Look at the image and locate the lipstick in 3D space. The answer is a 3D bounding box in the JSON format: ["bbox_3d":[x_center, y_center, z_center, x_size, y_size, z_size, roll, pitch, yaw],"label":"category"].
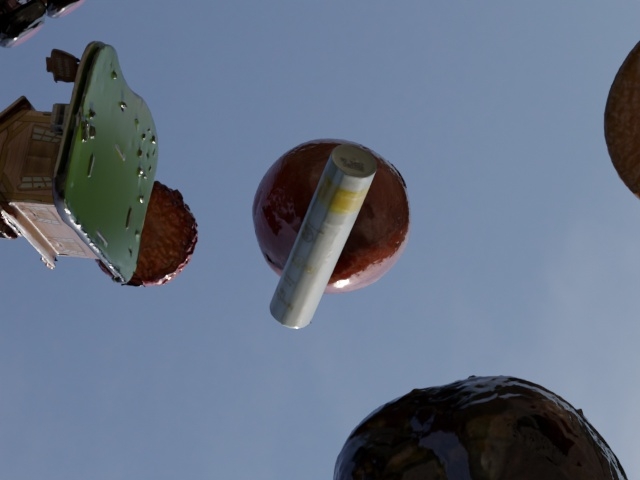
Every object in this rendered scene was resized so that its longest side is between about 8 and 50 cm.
[{"bbox_3d":[0.000,0.000,1.843,0.059,0.264,0.059,13,-139,-12],"label":"lipstick"}]

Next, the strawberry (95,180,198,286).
[{"bbox_3d":[-0.224,-0.010,1.964,0.145,0.145,0.086,58,-174,4],"label":"strawberry"}]

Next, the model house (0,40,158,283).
[{"bbox_3d":[-0.294,-0.087,1.718,0.294,0.154,0.207,68,-152,-68],"label":"model house"}]

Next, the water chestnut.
[{"bbox_3d":[0.182,0.299,1.687,0.335,0.335,0.347,57,-158,0],"label":"water chestnut"}]

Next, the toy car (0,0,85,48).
[{"bbox_3d":[-0.495,-0.368,2.123,0.271,0.240,0.341,54,-142,-6],"label":"toy car"}]

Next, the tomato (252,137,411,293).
[{"bbox_3d":[0.012,-0.030,2.031,0.208,0.208,0.184,56,-140,0],"label":"tomato"}]

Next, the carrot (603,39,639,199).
[{"bbox_3d":[0.442,-0.145,1.574,0.258,0.307,0.100,45,-146,-6],"label":"carrot"}]
